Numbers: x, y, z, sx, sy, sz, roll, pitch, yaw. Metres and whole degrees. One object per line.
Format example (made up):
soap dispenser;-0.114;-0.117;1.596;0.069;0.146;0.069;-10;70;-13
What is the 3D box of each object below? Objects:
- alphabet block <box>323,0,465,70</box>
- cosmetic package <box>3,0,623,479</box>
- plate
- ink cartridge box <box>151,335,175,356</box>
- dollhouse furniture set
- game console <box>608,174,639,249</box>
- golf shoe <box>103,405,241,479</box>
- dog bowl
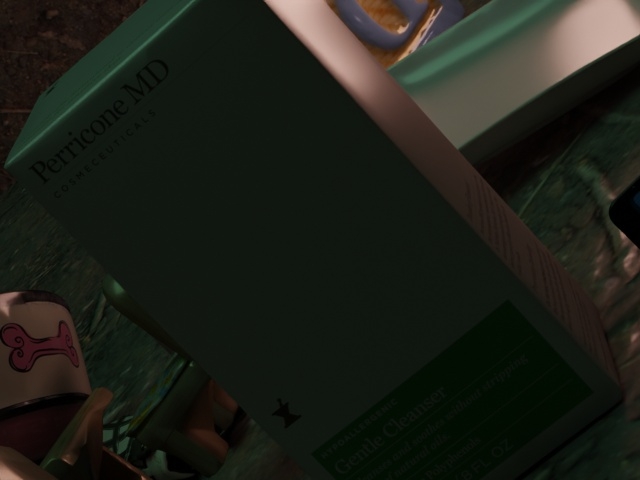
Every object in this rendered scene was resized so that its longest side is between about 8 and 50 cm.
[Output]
alphabet block;0.009;-0.234;2.084;0.197;0.192;0.193;-26;22;50
cosmetic package;0.000;0.000;1.186;0.197;0.365;0.155;-41;16;15
plate;0.183;-0.159;1.651;0.278;0.045;0.277;-32;23;9
ink cartridge box;-0.076;0.029;1.715;0.190;0.139;0.082;-48;14;-15
dollhouse furniture set;-0.238;0.174;1.302;0.362;0.256;0.394;-54;4;7
game console;0.257;-0.026;1.154;0.122;0.071;0.107;-44;15;2
golf shoe;-0.155;0.190;1.622;0.198;0.077;0.094;-42;16;11
dog bowl;-0.384;0.213;1.724;0.408;0.150;0.408;-29;-13;-7
